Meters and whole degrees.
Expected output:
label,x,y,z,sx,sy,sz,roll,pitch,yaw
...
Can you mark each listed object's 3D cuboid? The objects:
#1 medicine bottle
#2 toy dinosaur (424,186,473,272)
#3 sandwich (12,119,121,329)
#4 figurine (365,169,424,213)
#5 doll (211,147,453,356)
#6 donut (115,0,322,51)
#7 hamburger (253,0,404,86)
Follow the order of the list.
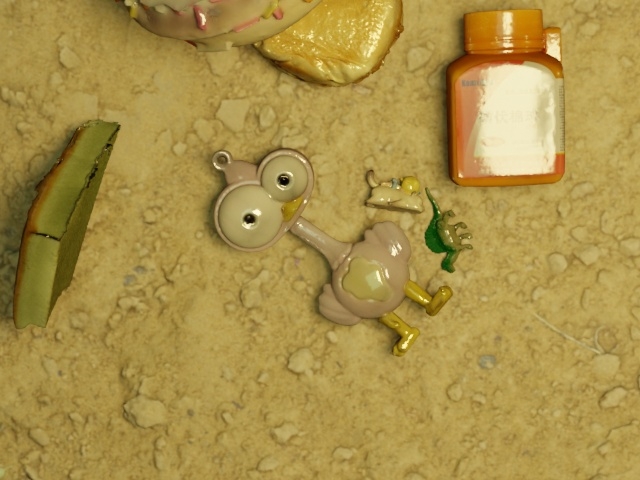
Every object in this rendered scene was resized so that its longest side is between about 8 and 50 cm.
label,x,y,z,sx,sy,sz,roll,pitch,yaw
medicine bottle,0.238,-0.184,1.491,0.149,0.112,0.222,-2,97,4
toy dinosaur,0.164,-0.015,1.563,0.060,0.029,0.120,-31,92,24
sandwich,-0.349,-0.018,1.555,0.063,0.245,0.212,20,133,-3
figurine,0.102,-0.066,1.552,0.083,0.047,0.051,8,87,-1
doll,0.000,0.000,1.539,0.365,0.094,0.160,37,103,-3
donut,-0.092,-0.396,1.397,0.382,0.142,0.383,-16,61,32
hamburger,0.006,-0.299,1.495,0.213,0.108,0.214,0,97,3
